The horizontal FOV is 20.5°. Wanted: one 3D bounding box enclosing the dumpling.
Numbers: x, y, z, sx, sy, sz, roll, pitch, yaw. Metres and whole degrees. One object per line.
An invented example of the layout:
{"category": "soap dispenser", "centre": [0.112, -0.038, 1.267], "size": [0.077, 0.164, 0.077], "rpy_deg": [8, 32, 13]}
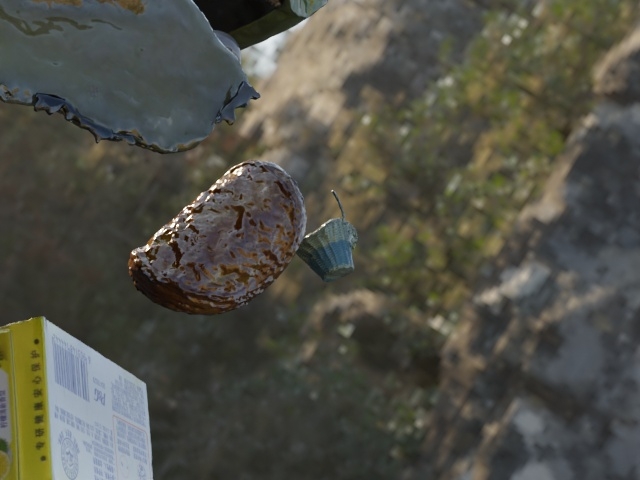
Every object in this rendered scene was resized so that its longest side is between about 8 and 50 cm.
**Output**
{"category": "dumpling", "centre": [-0.190, -0.155, 0.889], "size": [0.332, 0.166, 0.086], "rpy_deg": [51, -28, -4]}

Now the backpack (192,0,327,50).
{"category": "backpack", "centre": [-0.111, -0.325, 1.862], "size": [0.207, 0.253, 0.140], "rpy_deg": [-21, -6, 34]}

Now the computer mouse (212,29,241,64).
{"category": "computer mouse", "centre": [-0.117, -0.164, 1.758], "size": [0.066, 0.096, 0.039], "rpy_deg": [14, 17, -44]}

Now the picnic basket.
{"category": "picnic basket", "centre": [0.000, 0.000, 1.691], "size": [0.083, 0.065, 0.083], "rpy_deg": [25, 37, -63]}

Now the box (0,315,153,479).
{"category": "box", "centre": [-0.255, 0.192, 1.720], "size": [0.097, 0.168, 0.265], "rpy_deg": [-12, -20, 14]}

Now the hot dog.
{"category": "hot dog", "centre": [-0.077, 0.000, 1.346], "size": [0.099, 0.147, 0.065], "rpy_deg": [28, -30, 40]}
